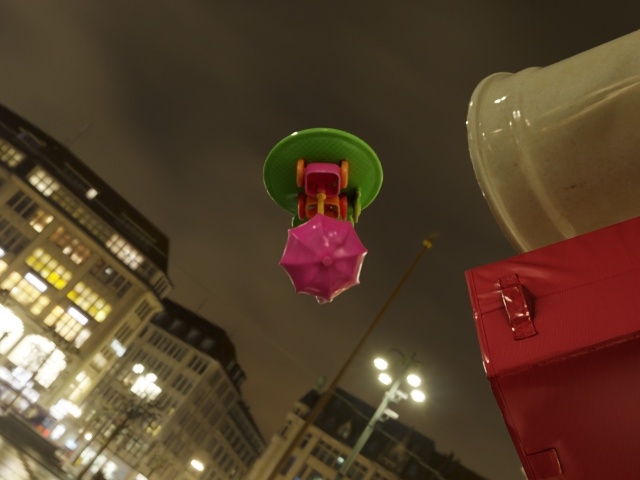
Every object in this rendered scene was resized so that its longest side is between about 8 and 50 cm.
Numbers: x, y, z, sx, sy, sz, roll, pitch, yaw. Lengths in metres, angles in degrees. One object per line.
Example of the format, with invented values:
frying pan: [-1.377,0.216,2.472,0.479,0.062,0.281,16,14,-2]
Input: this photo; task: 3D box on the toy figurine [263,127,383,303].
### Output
toy figurine: [0.000,0.000,0.744,0.130,0.159,0.173,2,-44,0]

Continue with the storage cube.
storage cube: [0.254,0.112,0.627,0.193,0.183,0.214,-19,-69,13]

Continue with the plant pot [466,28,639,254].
plant pot: [0.417,-0.137,0.934,0.334,0.333,0.306,46,-44,-19]
